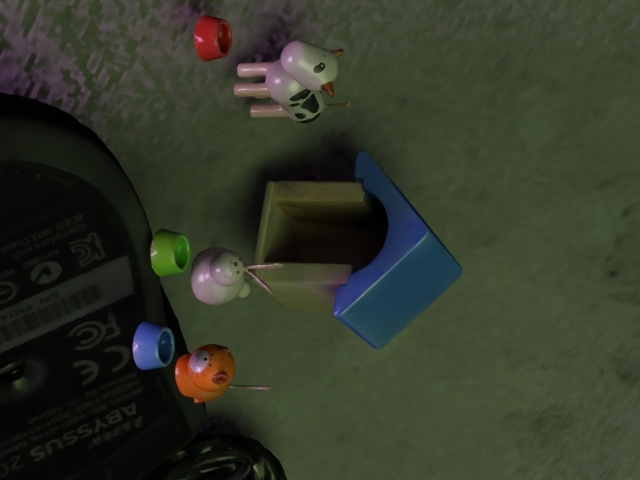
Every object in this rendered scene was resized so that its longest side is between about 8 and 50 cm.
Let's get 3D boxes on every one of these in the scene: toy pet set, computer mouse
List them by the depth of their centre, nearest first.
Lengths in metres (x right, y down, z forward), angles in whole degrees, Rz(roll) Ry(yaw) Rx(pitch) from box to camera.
[{"bbox_3d":[0.000,0.000,0.627,0.065,0.122,0.114,1,160,23],"label":"toy pet set"},{"bbox_3d":[-0.116,0.041,0.643,0.188,0.072,0.272,-21,141,-11],"label":"computer mouse"}]
